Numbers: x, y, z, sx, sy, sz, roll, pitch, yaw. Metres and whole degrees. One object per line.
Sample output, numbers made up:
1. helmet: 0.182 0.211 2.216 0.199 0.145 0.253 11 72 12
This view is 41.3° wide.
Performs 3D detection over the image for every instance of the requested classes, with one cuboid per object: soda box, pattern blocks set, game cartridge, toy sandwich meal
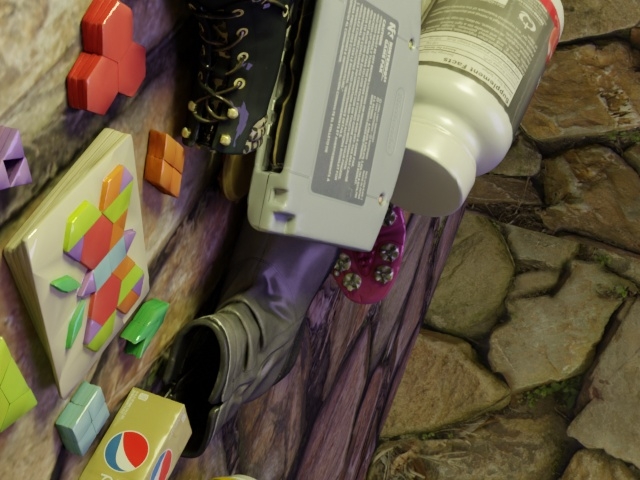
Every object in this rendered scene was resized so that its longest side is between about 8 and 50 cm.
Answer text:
1. soda box: -0.186 0.230 0.777 0.061 0.058 0.181 89 21 -50
2. pattern blocks set: -0.174 0.016 0.647 0.325 0.026 0.285 85 25 -56
3. game cartridge: 0.025 -0.140 0.878 0.196 0.060 0.294 13 88 -50
4. toy sandwich meal: -0.089 -0.079 0.875 0.085 0.029 0.085 14 90 -73

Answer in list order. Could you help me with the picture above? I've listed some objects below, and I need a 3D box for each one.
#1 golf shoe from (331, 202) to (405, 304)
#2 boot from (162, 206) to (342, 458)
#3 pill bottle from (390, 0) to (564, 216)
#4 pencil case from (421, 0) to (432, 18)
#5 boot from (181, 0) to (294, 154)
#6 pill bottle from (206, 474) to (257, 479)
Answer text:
1. golf shoe: 0.056 -0.068 1.179 0.140 0.115 0.306 -68 152 -76
2. boot: -0.072 0.058 0.916 0.223 0.118 0.338 -35 138 -64
3. pill bottle: 0.176 -0.191 1.071 0.318 0.176 0.176 -60 162 -27
4. pencil case: 0.155 -0.325 1.279 0.183 0.160 0.410 -80 177 -56
5. boot: -0.079 -0.154 0.697 0.236 0.085 0.178 -44 150 -71
6. pill bottle: -0.129 0.349 1.009 0.208 0.119 0.119 17 89 -76
